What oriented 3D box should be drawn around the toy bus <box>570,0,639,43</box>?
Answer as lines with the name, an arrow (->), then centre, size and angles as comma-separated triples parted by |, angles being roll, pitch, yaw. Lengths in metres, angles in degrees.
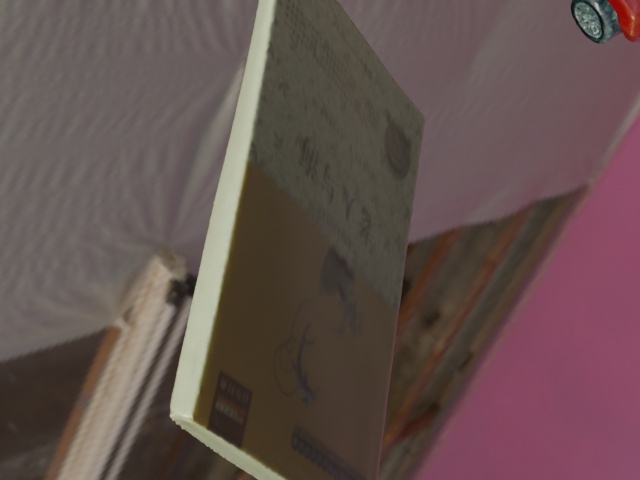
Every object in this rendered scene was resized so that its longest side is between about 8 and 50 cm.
toy bus -> 0.128, -0.192, 0.651 | 0.081, 0.195, 0.089 | -34, -21, -12

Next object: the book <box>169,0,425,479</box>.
book -> 0.000, 0.000, 0.966 | 0.269, 0.032, 0.389 | 44, -133, -51
